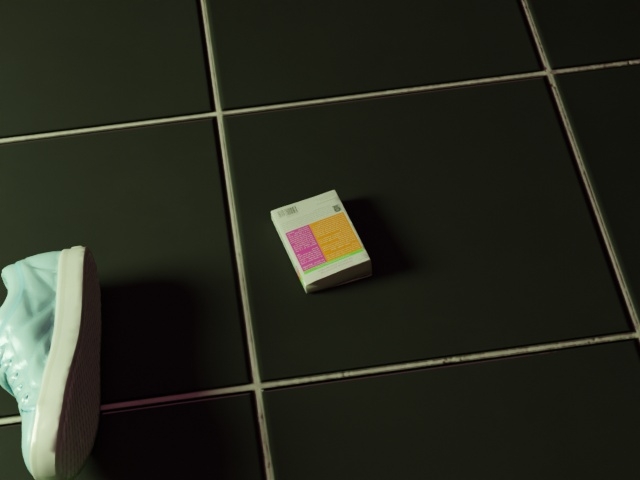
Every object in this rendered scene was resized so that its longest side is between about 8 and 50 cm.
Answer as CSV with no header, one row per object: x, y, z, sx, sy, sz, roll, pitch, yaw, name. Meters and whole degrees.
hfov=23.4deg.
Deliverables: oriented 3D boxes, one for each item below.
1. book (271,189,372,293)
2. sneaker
0.000,0.000,2.103,0.096,0.035,0.144,-18,51,-8,book
-0.359,0.162,1.928,0.150,0.135,0.366,-9,41,5,sneaker
